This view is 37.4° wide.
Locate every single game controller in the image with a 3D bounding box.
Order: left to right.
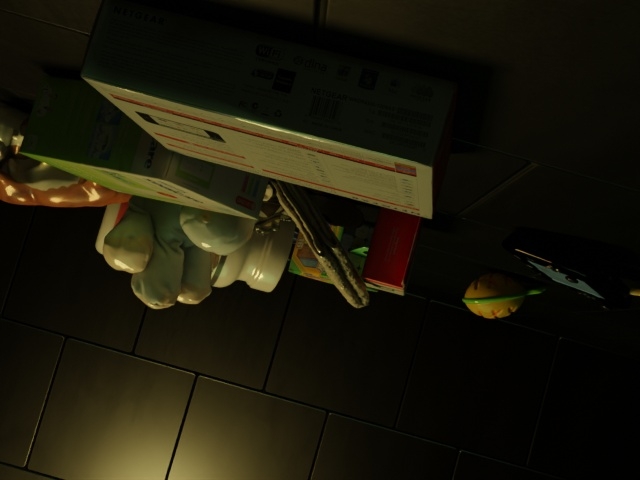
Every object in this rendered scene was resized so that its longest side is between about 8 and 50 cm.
[{"bbox_3d":[0.409,0.053,1.552,0.166,0.067,0.319,13,173,30],"label":"game controller"}]

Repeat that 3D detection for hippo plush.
[{"bbox_3d":[-0.185,-0.038,1.543,0.237,0.294,0.234,-19,137,28],"label":"hippo plush"}]

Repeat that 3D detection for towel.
[{"bbox_3d":[0.000,0.000,1.566,0.187,0.049,0.282,58,180,27],"label":"towel"}]

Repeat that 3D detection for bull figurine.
[{"bbox_3d":[-0.429,-0.119,1.654,0.310,0.101,0.188,-5,153,-3],"label":"bull figurine"}]

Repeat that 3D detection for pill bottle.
[{"bbox_3d":[-0.249,-0.025,1.903,0.363,0.210,0.210,17,174,-13],"label":"pill bottle"}]

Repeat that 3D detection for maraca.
[{"bbox_3d":[0.405,0.119,2.092,0.186,0.099,0.127,-9,-174,-13],"label":"maraca"}]

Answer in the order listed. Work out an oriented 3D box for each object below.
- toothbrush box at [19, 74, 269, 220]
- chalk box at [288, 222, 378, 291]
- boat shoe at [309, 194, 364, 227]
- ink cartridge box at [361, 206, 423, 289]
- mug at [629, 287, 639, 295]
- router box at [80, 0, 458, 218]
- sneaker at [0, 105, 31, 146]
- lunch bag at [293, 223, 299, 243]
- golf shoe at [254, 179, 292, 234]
[{"bbox_3d":[-0.236,-0.128,1.308,0.283,0.122,0.206,11,173,33],"label":"toothbrush box"},{"bbox_3d":[0.055,0.027,1.957,0.132,0.132,0.213,19,174,-32],"label":"chalk box"},{"bbox_3d":[0.029,-0.048,1.701,0.137,0.049,0.043,19,165,40],"label":"boat shoe"},{"bbox_3d":[0.126,0.016,1.637,0.078,0.134,0.231,15,174,7],"label":"ink cartridge box"},{"bbox_3d":[0.558,0.087,1.557,0.078,0.062,0.064,42,-169,16],"label":"mug"},{"bbox_3d":[-0.035,-0.123,0.977,0.335,0.082,0.301,15,175,8],"label":"router box"},{"bbox_3d":[-0.491,-0.159,1.783,0.123,0.106,0.290,17,174,20],"label":"sneaker"},{"bbox_3d":[-0.060,-0.026,2.096,0.098,0.065,0.067,17,174,-17],"label":"lunch bag"},{"bbox_3d":[-0.081,-0.076,1.681,0.077,0.094,0.198,1,-165,16],"label":"golf shoe"}]
